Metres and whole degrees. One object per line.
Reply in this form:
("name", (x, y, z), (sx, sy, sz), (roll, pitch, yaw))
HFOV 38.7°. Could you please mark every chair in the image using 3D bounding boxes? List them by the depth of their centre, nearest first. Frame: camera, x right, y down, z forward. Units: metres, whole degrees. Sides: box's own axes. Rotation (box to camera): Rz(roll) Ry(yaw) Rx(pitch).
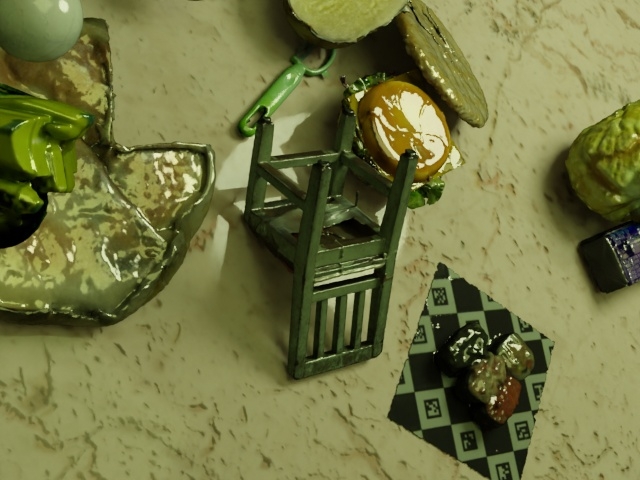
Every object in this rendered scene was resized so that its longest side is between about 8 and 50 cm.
("chair", (0.000, 0.000, 1.053), (0.136, 0.147, 0.270), (-12, 124, -32))

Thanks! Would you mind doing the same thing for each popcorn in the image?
("popcorn", (0.471, -0.109, 1.331), (0.212, 0.198, 0.198), (28, 61, -17))

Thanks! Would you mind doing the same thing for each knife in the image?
("knife", (-0.037, -0.191, 1.148), (0.054, 0.015, 0.212), (46, 54, -12))

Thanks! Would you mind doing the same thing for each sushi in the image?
("sushi", (0.216, 0.171, 1.167), (0.219, 0.047, 0.231), (34, 59, -19))

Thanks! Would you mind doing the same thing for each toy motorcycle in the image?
("toy motorcycle", (-0.362, -0.137, 0.786), (0.342, 0.206, 0.142), (25, 18, 2))

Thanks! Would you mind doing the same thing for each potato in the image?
("potato", (0.038, -0.329, 1.166), (0.164, 0.081, 0.200), (42, 81, -4))

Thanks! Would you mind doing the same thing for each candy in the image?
("candy", (0.526, -0.002, 1.415), (0.312, 0.061, 0.088), (-17, 83, -36))

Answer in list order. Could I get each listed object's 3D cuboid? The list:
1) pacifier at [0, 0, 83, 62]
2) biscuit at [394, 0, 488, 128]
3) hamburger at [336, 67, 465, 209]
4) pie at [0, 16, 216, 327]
("pacifier", (-0.291, -0.270, 0.857), (0.299, 0.244, 0.233), (4, 63, -55))
("biscuit", (0.163, -0.246, 1.231), (0.220, 0.033, 0.220), (42, 30, -31))
("hamburger", (0.091, -0.127, 1.159), (0.164, 0.093, 0.189), (-13, 79, -35))
("pie", (-0.268, -0.069, 0.925), (0.337, 0.075, 0.337), (7, 75, -27))
